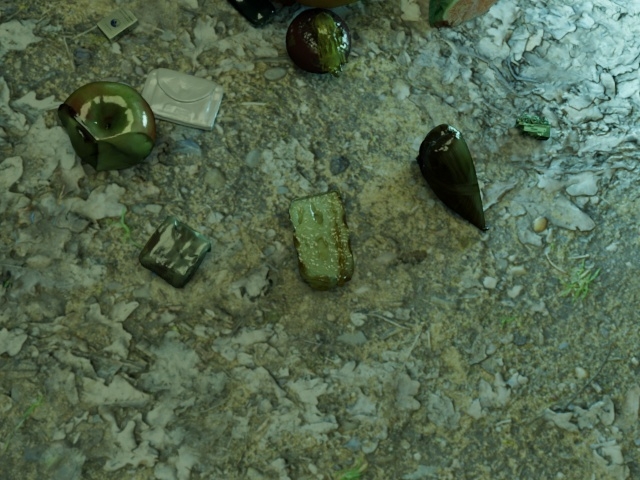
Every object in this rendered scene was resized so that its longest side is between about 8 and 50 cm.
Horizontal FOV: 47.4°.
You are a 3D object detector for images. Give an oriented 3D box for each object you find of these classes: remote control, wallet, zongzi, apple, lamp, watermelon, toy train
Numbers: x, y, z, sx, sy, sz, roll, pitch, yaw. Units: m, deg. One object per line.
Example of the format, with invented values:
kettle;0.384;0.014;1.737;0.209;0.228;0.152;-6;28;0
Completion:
remote control;-0.199;-0.607;1.761;0.072;0.042;0.222;-42;82;-10
wallet;-0.323;-0.330;1.690;0.183;0.032;0.124;15;78;-1
zongzi;0.300;-0.127;1.586;0.112;0.221;0.242;-31;81;5
apple;-0.459;-0.248;1.582;0.207;0.188;0.174;12;80;-8
lamp;-0.002;-0.470;1.693;0.157;0.135;0.156;15;74;3
watermelon;0.350;-0.637;1.784;0.231;0.128;0.146;-24;61;-7
toy train;0.504;-0.268;1.728;0.083;0.033;0.053;7;79;-2

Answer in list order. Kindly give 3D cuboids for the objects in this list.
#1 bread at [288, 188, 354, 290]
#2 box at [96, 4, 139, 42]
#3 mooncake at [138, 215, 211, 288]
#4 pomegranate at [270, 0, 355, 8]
bread;0.000;0.000;1.605;0.128;0.088;0.232;-5;70;-14
box;-0.481;-0.514;1.730;0.083;0.024;0.054;-39;83;-13
mooncake;-0.316;0.026;1.579;0.125;0.073;0.130;33;75;8
pomegranate;-0.012;-0.707;1.636;0.417;0.416;0.416;1;76;-4
